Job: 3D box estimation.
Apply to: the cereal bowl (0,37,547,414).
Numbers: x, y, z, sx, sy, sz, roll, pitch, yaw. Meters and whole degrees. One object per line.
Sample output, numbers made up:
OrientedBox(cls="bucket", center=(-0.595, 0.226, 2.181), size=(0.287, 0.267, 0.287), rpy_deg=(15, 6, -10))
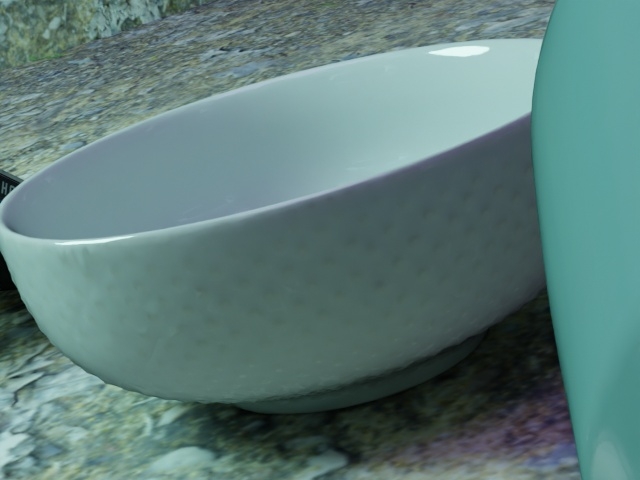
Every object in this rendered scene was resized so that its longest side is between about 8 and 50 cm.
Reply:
OrientedBox(cls="cereal bowl", center=(0.000, 0.000, 0.877), size=(0.339, 0.141, 0.339), rpy_deg=(-13, 16, 4))

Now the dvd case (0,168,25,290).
OrientedBox(cls="dvd case", center=(-0.255, -0.011, 1.095), size=(0.179, 0.030, 0.238), rpy_deg=(-5, -20, 30))

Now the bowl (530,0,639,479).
OrientedBox(cls="bowl", center=(0.189, 0.034, 0.395), size=(0.311, 0.312, 0.163), rpy_deg=(-6, 36, 28))
